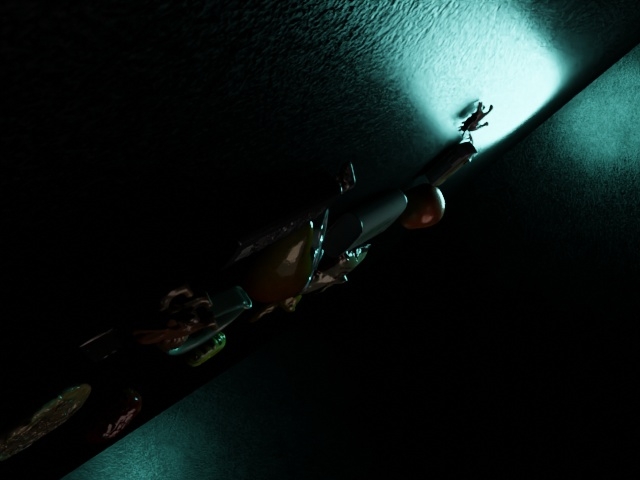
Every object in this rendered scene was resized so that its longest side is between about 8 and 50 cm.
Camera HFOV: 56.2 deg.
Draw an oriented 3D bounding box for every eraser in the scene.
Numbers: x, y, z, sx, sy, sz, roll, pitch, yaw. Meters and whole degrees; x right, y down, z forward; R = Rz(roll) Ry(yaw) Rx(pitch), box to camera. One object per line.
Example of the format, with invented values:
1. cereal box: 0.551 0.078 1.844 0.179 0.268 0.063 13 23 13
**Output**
1. eraser: 0.123 -0.050 1.660 0.227 0.081 0.174 -27 167 -45

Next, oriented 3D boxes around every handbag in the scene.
1. handbag: 0.030 0.084 1.855 0.235 0.127 0.213 -38 174 26

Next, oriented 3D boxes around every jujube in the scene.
1. jujube: -0.572 0.480 1.644 0.176 0.109 0.112 -38 -154 -7

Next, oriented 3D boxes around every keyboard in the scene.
1. keyboard: -0.398 0.192 1.097 0.067 0.011 0.202 -32 170 -21

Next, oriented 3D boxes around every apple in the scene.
1. apple: 0.323 -0.111 1.939 0.164 0.138 0.163 -10 177 -1

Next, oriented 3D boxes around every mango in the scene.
1. mango: -0.088 0.044 1.160 0.146 0.129 0.289 -11 159 -9

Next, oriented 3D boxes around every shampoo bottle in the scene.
1. shampoo bottle: -0.049 -0.051 0.973 0.310 0.071 0.098 -29 168 -41

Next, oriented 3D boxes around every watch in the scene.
1. watch: -0.274 0.186 1.407 0.237 0.068 0.195 -25 164 -39

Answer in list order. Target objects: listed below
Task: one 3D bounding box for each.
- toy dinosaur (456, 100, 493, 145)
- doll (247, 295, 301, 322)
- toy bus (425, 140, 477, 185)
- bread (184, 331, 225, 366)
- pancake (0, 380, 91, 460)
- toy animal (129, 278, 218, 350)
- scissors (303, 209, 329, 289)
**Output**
1. toy dinosaur: 0.388 -0.294 1.526 0.082 0.039 0.209 -33 161 -2
2. doll: -0.144 0.211 1.974 0.210 0.097 0.137 -34 179 20
3. toy bus: 0.406 -0.238 1.869 0.072 0.057 0.172 -14 157 -47
4. bread: -0.348 0.319 1.792 0.139 0.071 0.130 -34 174 -30
5. pancake: -0.590 0.381 1.219 0.283 0.049 0.282 -36 173 -5
6. toy animal: -0.280 0.155 1.111 0.158 0.097 0.312 -30 170 -3
7. scissors: 0.002 0.000 1.422 0.360 0.030 0.191 -42 147 -79
